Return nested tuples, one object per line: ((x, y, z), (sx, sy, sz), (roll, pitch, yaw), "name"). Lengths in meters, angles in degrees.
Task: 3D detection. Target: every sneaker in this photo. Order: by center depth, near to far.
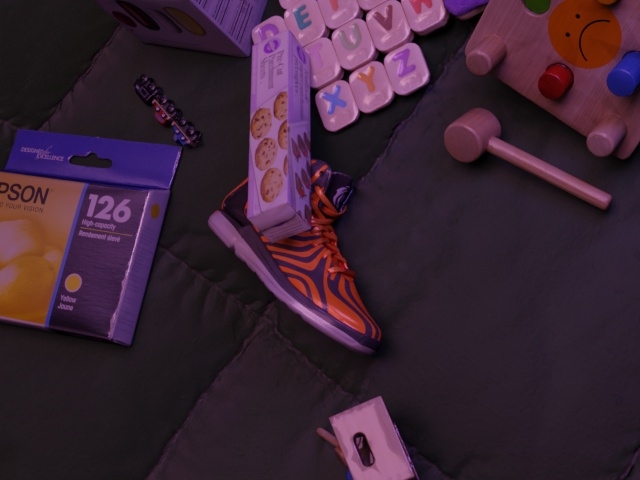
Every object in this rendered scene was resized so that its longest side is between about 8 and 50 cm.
((0.000, 0.000, 1.816), (0.180, 0.124, 0.321), (-49, 62, 3), "sneaker")

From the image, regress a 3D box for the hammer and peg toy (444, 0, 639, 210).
((0.317, -0.218, 1.710), (0.266, 0.361, 0.127), (35, 44, 11), "hammer and peg toy")

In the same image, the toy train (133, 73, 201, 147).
((-0.228, -0.188, 2.025), (0.036, 0.027, 0.158), (-46, 62, 7), "toy train")

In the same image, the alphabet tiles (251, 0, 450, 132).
((0.038, -0.304, 1.938), (0.284, 0.021, 0.278), (-26, 67, 20), "alphabet tiles")

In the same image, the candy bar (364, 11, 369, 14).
((0.044, -0.369, 1.975), (0.040, 0.018, 0.161), (-45, 62, 4), "candy bar")

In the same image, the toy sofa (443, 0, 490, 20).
((0.273, -0.431, 1.748), (0.363, 0.150, 0.177), (-14, 63, 35), "toy sofa")

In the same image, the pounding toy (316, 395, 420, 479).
((0.054, 0.265, 1.717), (0.100, 0.130, 0.141), (-24, 66, 1), "pounding toy")

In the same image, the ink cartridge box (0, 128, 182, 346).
((-0.381, -0.018, 2.014), (0.304, 0.072, 0.307), (7, 78, 25), "ink cartridge box")

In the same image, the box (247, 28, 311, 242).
((-0.054, -0.144, 1.833), (0.067, 0.063, 0.324), (-19, 47, 22), "box")

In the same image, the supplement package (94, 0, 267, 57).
((-0.206, -0.379, 1.978), (0.194, 0.203, 0.149), (11, 78, 26), "supplement package")
